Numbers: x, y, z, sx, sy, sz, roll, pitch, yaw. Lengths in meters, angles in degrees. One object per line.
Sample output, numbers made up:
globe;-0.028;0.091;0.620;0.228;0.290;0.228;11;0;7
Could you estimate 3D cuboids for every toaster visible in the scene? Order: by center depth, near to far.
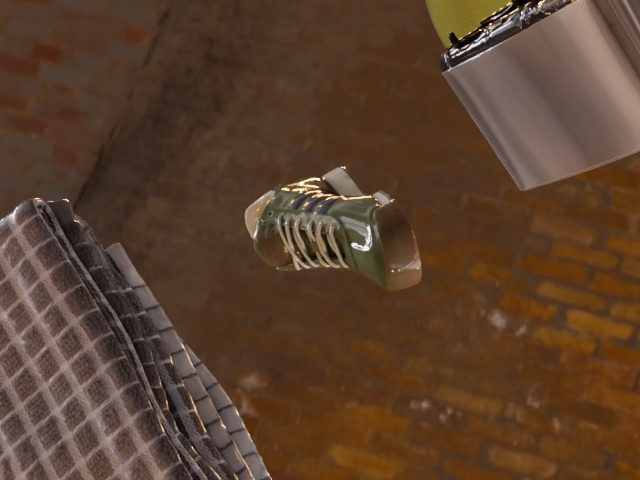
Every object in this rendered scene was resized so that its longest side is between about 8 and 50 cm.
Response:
toaster;0.178;-0.123;0.741;0.186;0.168;0.110;-36;-83;-31

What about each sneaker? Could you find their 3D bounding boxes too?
sneaker;0.000;0.000;0.828;0.086;0.064;0.192;-17;-162;-9

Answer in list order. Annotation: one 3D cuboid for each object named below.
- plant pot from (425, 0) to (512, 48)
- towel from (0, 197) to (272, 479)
plant pot;0.239;-0.344;1.581;0.275;0.275;0.293;28;-173;20
towel;-0.171;0.139;0.720;0.235;0.121;0.283;-41;-111;13
